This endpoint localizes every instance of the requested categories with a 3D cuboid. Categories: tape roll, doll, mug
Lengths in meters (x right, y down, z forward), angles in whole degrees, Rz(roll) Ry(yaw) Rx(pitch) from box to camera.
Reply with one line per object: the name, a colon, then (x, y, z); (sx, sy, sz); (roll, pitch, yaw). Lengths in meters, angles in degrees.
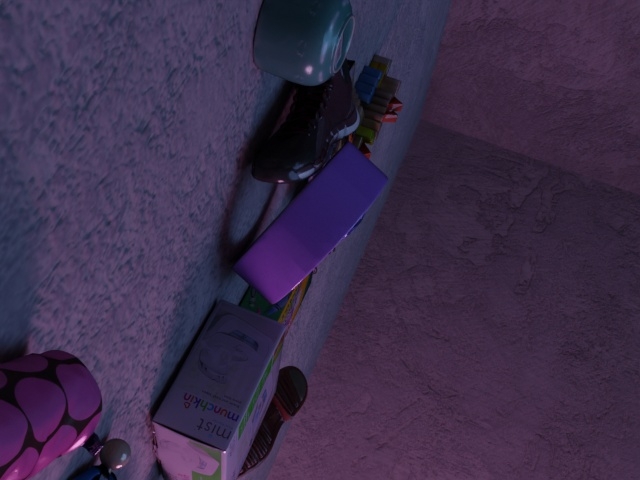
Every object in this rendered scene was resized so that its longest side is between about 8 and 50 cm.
tape roll: (-0.018, -0.029, 1.089); (0.275, 0.090, 0.275); (-47, -175, 6)
doll: (-0.277, 0.326, 0.807); (0.129, 0.046, 0.189); (77, 28, -59)
mug: (-0.011, -0.267, 0.881); (0.158, 0.097, 0.129); (-47, 156, -68)

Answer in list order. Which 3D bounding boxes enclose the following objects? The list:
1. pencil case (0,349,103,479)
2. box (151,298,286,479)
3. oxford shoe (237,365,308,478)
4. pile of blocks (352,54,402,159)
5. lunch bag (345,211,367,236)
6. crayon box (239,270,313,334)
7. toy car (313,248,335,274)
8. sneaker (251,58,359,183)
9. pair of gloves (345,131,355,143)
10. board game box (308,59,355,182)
pencil case: (-0.238, 0.145, 0.483); (0.098, 0.095, 0.209); (-54, 171, 7)
box: (-0.165, 0.270, 1.128); (0.262, 0.127, 0.231); (102, 10, -51)
oxford shoe: (-0.166, 0.403, 1.470); (0.130, 0.123, 0.348); (-21, -170, 43)
pile of blocks: (0.123, -0.303, 1.604); (0.149, 0.113, 0.362); (94, 19, -64)
lunch bag: (0.029, -0.071, 1.462); (0.176, 0.090, 0.219); (-30, -160, 39)
crayon box: (-0.098, 0.134, 1.359); (0.165, 0.081, 0.278); (100, 14, -55)
toy car: (0.000, 0.000, 1.614); (0.239, 0.053, 0.225); (-67, -171, -15)
sneaker: (-0.028, -0.205, 1.017); (0.281, 0.106, 0.162); (-53, 145, -52)
pair of gloves: (0.062, -0.214, 1.344); (0.083, 0.010, 0.074); (-48, 148, -71)
board game box: (0.019, -0.195, 1.288); (0.165, 0.042, 0.243); (-66, 164, -50)
